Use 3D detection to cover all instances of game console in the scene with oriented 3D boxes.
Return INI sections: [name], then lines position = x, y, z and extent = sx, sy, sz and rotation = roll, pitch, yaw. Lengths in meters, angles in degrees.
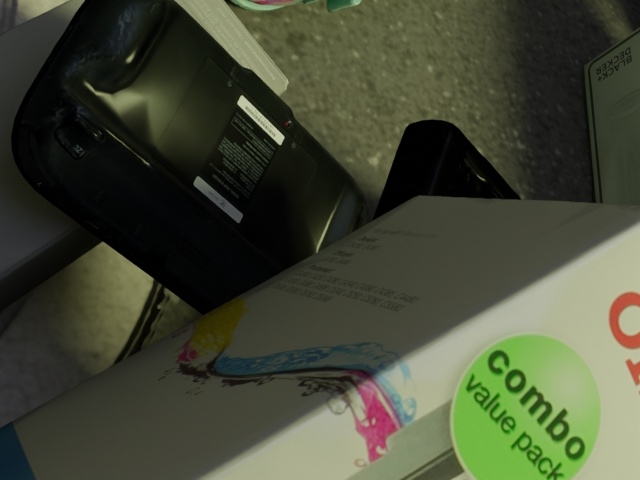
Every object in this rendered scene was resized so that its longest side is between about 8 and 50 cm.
[game console]
position = 0.000, 0.000, 0.612
extent = 0.361, 0.044, 0.213
rotation = 42, 59, -42

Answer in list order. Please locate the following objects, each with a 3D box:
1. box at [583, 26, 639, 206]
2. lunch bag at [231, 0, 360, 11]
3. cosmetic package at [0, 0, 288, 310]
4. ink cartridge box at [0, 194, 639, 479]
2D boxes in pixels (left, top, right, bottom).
[box]
position = 0.284, -0.032, 0.854
extent = 0.087, 0.169, 0.290
rotation = 20, 56, -28
[lunch bag]
position = 0.015, -0.277, 0.803
extent = 0.279, 0.108, 0.224
rotation = -30, 112, -38
[cosmetic package]
position = -0.142, -0.037, 0.590
extent = 0.107, 0.127, 0.238
rotation = 50, 51, -4
[ink cartridge box]
position = 0.006, 0.129, 0.451
extent = 0.270, 0.197, 0.198
rotation = -29, 101, -15
